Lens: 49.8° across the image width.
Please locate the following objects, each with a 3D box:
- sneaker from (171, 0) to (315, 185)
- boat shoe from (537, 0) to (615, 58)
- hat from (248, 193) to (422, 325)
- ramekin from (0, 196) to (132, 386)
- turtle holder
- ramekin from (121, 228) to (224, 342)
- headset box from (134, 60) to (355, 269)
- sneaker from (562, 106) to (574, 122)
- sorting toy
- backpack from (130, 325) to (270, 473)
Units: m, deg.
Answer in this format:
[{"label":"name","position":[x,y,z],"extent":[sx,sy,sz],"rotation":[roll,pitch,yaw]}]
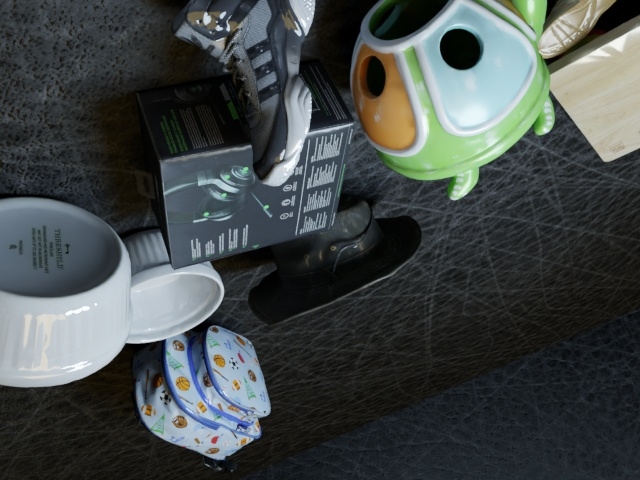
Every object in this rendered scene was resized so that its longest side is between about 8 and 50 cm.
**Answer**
[{"label":"sneaker","position":[-0.094,-0.200,0.791],"extent":[0.153,0.268,0.101],"rotation":[3,-177,-25]},{"label":"boat shoe","position":[0.386,-0.351,1.040],"extent":[0.063,0.059,0.170],"rotation":[32,116,-31]},{"label":"hat","position":[0.000,0.000,1.187],"extent":[0.331,0.331,0.133],"rotation":[-27,110,3]},{"label":"ramekin","position":[-0.381,0.053,0.917],"extent":[0.273,0.273,0.127],"rotation":[-2,130,-33]},{"label":"turtle holder","position":[0.188,-0.236,0.904],"extent":[0.320,0.243,0.227],"rotation":[-27,134,13]},{"label":"ramekin","position":[-0.276,0.072,1.150],"extent":[0.207,0.109,0.207],"rotation":[-20,150,-12]},{"label":"headset box","position":[-0.118,-0.101,0.987],"extent":[0.283,0.131,0.246],"rotation":[-15,148,-16]},{"label":"sneaker","position":[0.507,-0.275,1.239],"extent":[0.073,0.063,0.162],"rotation":[-2,142,-39]},{"label":"sorting toy","position":[0.520,-0.277,1.098],"extent":[0.257,0.089,0.255],"rotation":[-27,137,31]},{"label":"backpack","position":[-0.245,0.297,1.388],"extent":[0.213,0.276,0.263],"rotation":[-44,138,19]}]
